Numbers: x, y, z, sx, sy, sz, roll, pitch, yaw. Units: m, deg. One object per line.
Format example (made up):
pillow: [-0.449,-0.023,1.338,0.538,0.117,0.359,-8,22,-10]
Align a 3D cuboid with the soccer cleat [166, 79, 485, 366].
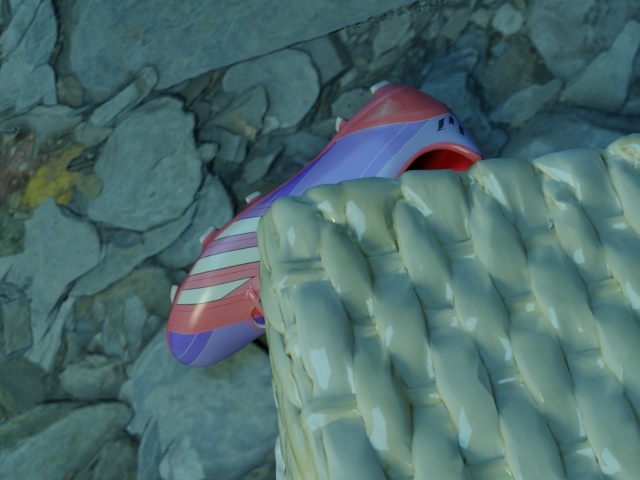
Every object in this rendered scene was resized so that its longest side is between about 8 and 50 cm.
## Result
soccer cleat: [0.000,0.000,0.985,0.248,0.083,0.095,-45,54,-3]

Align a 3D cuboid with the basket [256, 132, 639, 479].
basket: [0.155,0.144,0.618,0.328,0.266,0.331,-10,54,-4]
